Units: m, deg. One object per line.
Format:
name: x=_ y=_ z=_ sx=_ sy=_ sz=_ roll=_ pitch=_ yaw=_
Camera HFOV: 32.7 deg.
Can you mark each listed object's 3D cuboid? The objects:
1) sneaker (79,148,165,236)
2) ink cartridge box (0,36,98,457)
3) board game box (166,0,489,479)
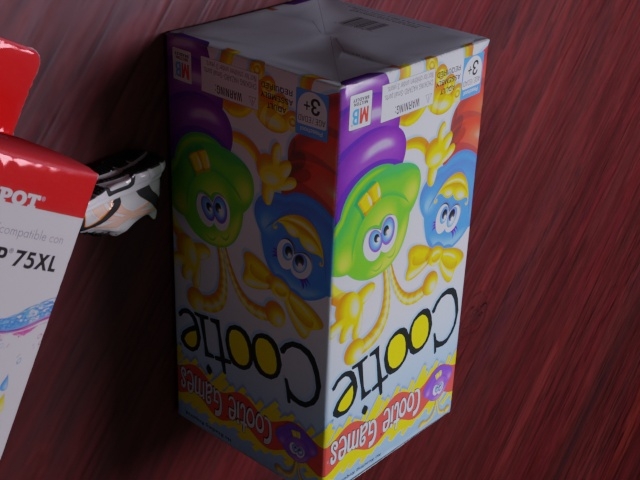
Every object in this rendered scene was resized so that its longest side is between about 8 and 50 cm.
sneaker: x=-0.130 y=-0.016 z=0.622 sx=0.109 sy=0.040 sz=0.044 roll=-25 pitch=130 yaw=-43
ink cartridge box: x=-0.197 y=0.009 z=0.515 sx=0.134 sy=0.078 sz=0.231 roll=14 pitch=97 yaw=-55
board game box: x=0.000 y=0.000 z=0.711 sx=0.142 sy=0.144 sz=0.275 roll=-25 pitch=127 yaw=-42
